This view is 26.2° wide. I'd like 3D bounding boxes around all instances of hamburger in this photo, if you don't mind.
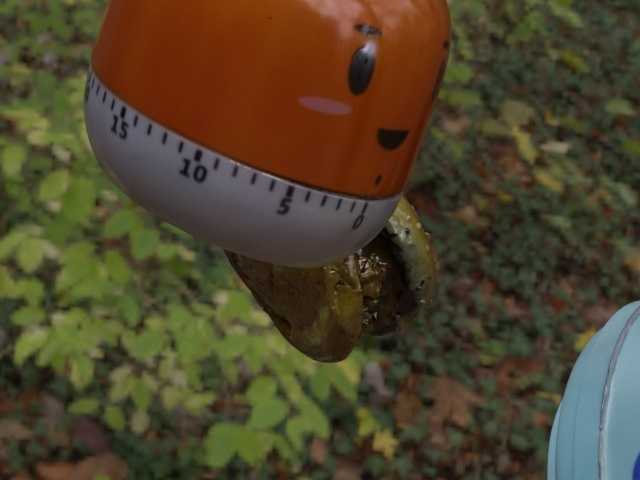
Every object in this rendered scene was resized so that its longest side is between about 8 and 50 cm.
[{"bbox_3d":[0.000,0.000,1.071,0.113,0.177,0.185,-37,33,-18],"label":"hamburger"}]

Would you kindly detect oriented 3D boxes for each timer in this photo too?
[{"bbox_3d":[-0.011,-0.064,0.410,0.099,0.136,0.136,16,4,-40],"label":"timer"}]

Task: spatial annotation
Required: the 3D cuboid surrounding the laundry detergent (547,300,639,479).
[{"bbox_3d":[0.337,0.169,0.970,0.305,0.287,0.287,-10,-2,38],"label":"laundry detergent"}]
